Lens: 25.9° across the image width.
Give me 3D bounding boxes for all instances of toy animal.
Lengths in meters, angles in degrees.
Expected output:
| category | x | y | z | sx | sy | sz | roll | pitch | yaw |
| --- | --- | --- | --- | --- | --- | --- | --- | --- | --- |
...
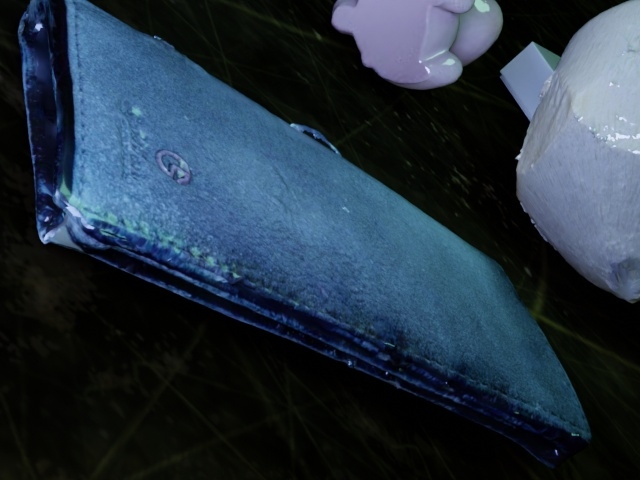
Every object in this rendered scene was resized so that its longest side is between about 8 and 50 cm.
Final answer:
| category | x | y | z | sx | sy | sz | roll | pitch | yaw |
| --- | --- | --- | --- | --- | --- | --- | --- | --- | --- |
| toy animal | 0.102 | -0.196 | 1.177 | 0.124 | 0.124 | 0.212 | 49 | 27 | 4 |

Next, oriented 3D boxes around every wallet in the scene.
| category | x | y | z | sx | sy | sz | roll | pitch | yaw |
| --- | --- | --- | --- | --- | --- | --- | --- | --- | --- |
| wallet | 0.000 | 0.000 | 0.784 | 0.379 | 0.046 | 0.191 | 29 | 28 | -35 |

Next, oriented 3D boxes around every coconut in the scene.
| category | x | y | z | sx | sy | sz | roll | pitch | yaw |
| --- | --- | --- | --- | --- | --- | --- | --- | --- | --- |
| coconut | 0.282 | -0.065 | 1.132 | 0.245 | 0.245 | 0.247 | 41 | 59 | -15 |

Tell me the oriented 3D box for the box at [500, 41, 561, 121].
| category | x | y | z | sx | sy | sz | roll | pitch | yaw |
| --- | --- | --- | --- | --- | --- | --- | --- | --- | --- |
| box | 0.259 | -0.124 | 1.407 | 0.130 | 0.051 | 0.129 | 13 | 41 | -52 |
